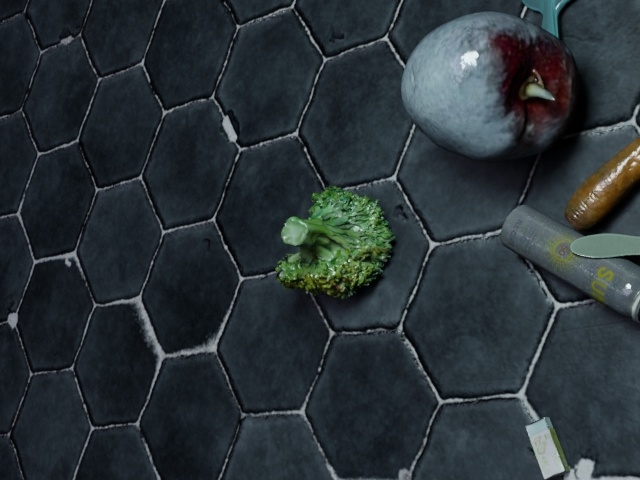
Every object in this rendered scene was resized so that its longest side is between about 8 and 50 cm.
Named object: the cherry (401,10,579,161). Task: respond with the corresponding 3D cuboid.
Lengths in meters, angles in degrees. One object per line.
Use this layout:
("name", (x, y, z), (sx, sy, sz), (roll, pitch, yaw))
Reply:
("cherry", (0.248, -0.223, 1.674), (0.296, 0.255, 0.218), (2, 90, 58))

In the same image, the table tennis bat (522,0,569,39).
("table tennis bat", (0.359, -0.382, 1.762), (0.124, 0.033, 0.201), (-8, 70, 42))

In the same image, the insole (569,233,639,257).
("insole", (0.425, 0.008, 1.583), (0.153, 0.002, 0.053), (3, 42, 17))

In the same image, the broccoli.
("broccoli", (0.000, 0.000, 1.887), (0.220, 0.194, 0.194), (-44, 55, 19))

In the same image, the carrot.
("carrot", (0.422, -0.088, 1.625), (0.186, 0.060, 0.060), (-49, 53, 20))

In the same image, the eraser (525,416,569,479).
("eraser", (0.328, 0.301, 1.647), (0.038, 0.019, 0.083), (-34, 60, 33))

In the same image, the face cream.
("face cream", (0.381, 0.037, 1.621), (0.283, 0.073, 0.073), (35, 104, 40))
